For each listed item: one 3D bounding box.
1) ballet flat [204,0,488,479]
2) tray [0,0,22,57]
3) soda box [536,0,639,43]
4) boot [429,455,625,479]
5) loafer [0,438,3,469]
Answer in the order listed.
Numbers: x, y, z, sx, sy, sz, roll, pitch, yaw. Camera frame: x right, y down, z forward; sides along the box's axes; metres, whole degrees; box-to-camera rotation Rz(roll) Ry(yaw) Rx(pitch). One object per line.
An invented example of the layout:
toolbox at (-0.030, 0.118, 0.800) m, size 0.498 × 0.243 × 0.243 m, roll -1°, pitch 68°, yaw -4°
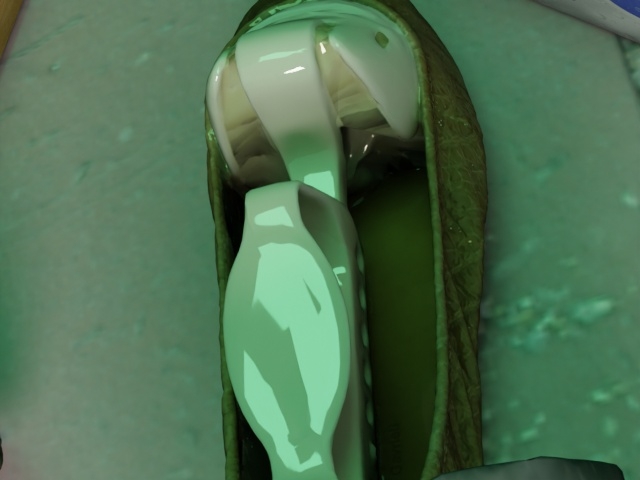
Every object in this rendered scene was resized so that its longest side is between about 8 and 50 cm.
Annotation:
ballet flat at (0.000, 0.000, 0.699) m, size 0.116 × 0.124 × 0.342 m, roll -11°, pitch 55°, yaw 14°
tray at (-0.227, -0.193, 0.950) m, size 0.203 × 0.076 × 0.411 m, roll 2°, pitch 58°, yaw 23°
soda box at (0.157, -0.132, 0.745) m, size 0.286 × 0.091 × 0.098 m, roll 29°, pitch 73°, yaw 34°
boot at (0.120, 0.252, 0.403) m, size 0.367 × 0.146 × 0.445 m, roll -15°, pitch 58°, yaw -12°
loafer at (-0.232, 0.057, 0.775) m, size 0.268 × 0.102 × 0.092 m, roll 23°, pitch 70°, yaw 42°
